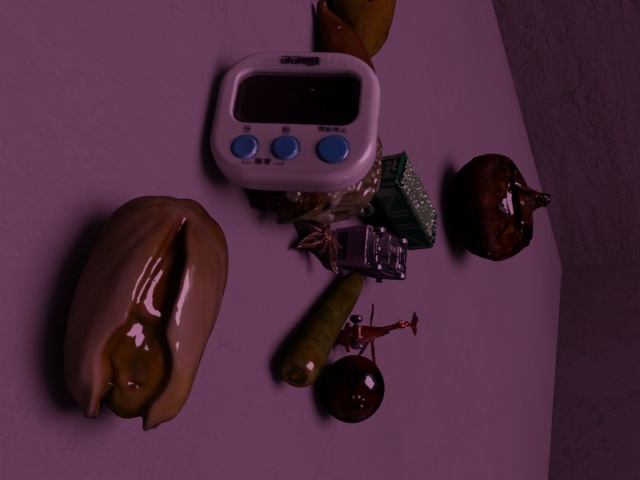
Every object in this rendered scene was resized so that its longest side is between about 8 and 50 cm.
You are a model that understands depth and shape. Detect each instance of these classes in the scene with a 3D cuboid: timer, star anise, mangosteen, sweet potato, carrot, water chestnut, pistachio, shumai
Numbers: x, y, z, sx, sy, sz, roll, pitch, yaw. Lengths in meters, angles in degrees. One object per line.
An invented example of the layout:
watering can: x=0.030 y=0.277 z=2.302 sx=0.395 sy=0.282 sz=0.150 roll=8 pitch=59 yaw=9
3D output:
timer: x=-0.036 y=-0.187 z=1.095 sx=0.087 sy=0.262 sz=0.237 roll=78 pitch=17 yaw=-64
star anise: x=-0.002 y=-0.010 z=1.327 sx=0.124 sy=0.056 sz=0.129 roll=33 pitch=42 yaw=-33
mangosteen: x=0.060 y=0.277 z=1.321 sx=0.140 sy=0.140 sz=0.140 roll=22 pitch=64 yaw=-59
sweet potato: x=0.061 y=-0.341 z=1.450 sx=0.112 sy=0.112 sz=0.359 roll=-13 pitch=84 yaw=-62
carrot: x=0.014 y=0.150 z=1.302 sx=0.358 sy=0.074 sz=0.074 roll=-53 pitch=130 yaw=-57
water chestnut: x=0.563 y=-0.100 z=2.146 sx=0.350 sy=0.302 sz=0.350 roll=35 pitch=49 yaw=-54
pistachio: x=-0.208 y=0.076 z=0.827 sx=0.166 sy=0.197 sz=0.288 roll=21 pitch=71 yaw=-11
shumai: x=-0.005 y=-0.123 z=1.206 sx=0.256 sy=0.189 sz=0.218 roll=61 pitch=33 yaw=-24

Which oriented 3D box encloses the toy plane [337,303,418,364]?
toy plane: x=0.103 y=0.186 z=1.335 sx=0.077 sy=0.194 sz=0.126 roll=13 pitch=86 yaw=-34

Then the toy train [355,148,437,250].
toy train: x=0.158 y=-0.074 z=1.535 sx=0.269 sy=0.154 sz=0.115 roll=55 pitch=41 yaw=-42

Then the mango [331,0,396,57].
mango: x=0.094 y=-0.575 z=1.530 sx=0.177 sy=0.175 sz=0.329 roll=-29 pitch=118 yaw=-12

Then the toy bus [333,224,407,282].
toy bus: x=0.110 y=0.031 z=1.473 sx=0.199 sy=0.108 sz=0.096 roll=21 pitch=70 yaw=-57
